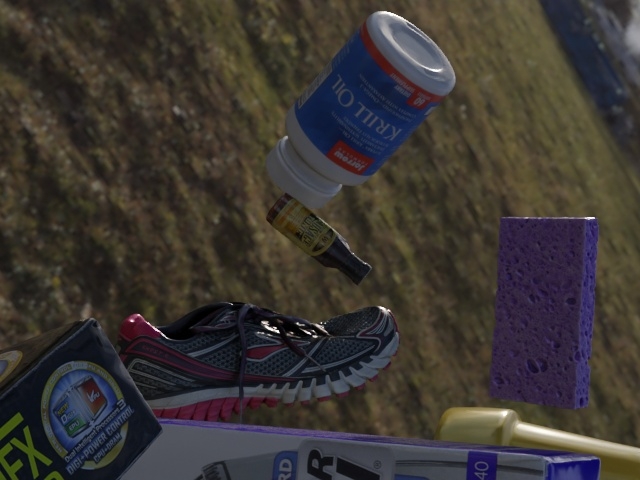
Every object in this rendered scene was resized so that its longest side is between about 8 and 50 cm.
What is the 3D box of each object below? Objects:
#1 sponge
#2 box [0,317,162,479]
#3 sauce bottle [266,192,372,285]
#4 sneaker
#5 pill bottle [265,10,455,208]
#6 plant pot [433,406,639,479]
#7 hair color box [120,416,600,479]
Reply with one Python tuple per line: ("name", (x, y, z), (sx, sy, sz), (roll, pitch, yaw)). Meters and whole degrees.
("sponge", (0.248, 0.077, 1.408), (0.031, 0.117, 0.210), (2, 91, -46))
("box", (-0.223, 0.138, 0.504), (0.060, 0.270, 0.216), (60, 39, -13))
("sauce bottle", (0.000, 0.000, 1.391), (0.128, 0.042, 0.042), (36, 14, 4))
("sneaker", (-0.057, 0.109, 1.268), (0.121, 0.299, 0.112), (-165, -114, -64))
("pill bottle", (0.038, -0.140, 1.431), (0.124, 0.221, 0.124), (31, 30, -20))
("plant pot", (0.264, 0.321, 1.473), (0.254, 0.239, 0.253), (-2, 90, -72))
("hair color box", (-0.030, 0.193, 0.685), (0.110, 0.339, 0.185), (16, 76, -61))
